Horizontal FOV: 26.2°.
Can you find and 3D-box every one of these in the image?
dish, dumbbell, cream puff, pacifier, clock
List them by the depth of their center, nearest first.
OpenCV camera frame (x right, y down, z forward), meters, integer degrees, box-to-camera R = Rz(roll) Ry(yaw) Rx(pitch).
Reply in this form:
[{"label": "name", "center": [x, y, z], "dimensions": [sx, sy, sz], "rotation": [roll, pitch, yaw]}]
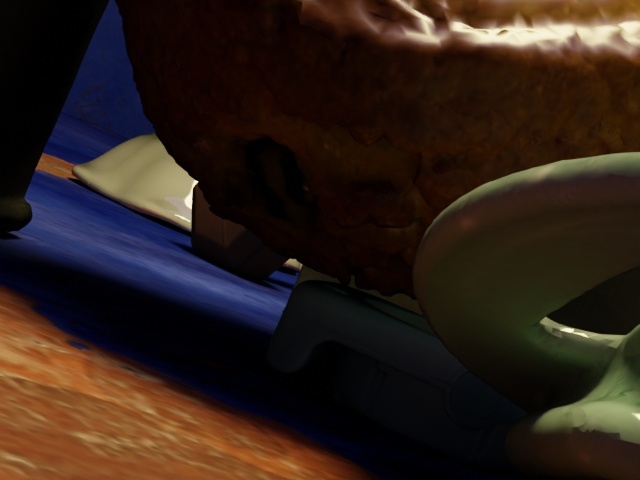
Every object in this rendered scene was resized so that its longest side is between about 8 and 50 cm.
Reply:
[{"label": "pacifier", "center": [0.204, 0.022, 0.452], "dimensions": [0.343, 0.269, 0.288], "rotation": [26, -23, -8]}, {"label": "clock", "center": [0.055, 0.063, 0.586], "dimensions": [0.147, 0.045, 0.108], "rotation": [25, 3, 14]}, {"label": "cream puff", "center": [0.055, -0.087, 0.615], "dimensions": [0.303, 0.212, 0.303], "rotation": [8, 42, -7]}, {"label": "dumbbell", "center": [0.000, 0.000, 1.042], "dimensions": [0.082, 0.092, 0.231], "rotation": [-9, -17, 35]}, {"label": "dish", "center": [-0.100, -0.049, 1.211], "dimensions": [0.229, 0.081, 0.229], "rotation": [24, 2, -1]}]

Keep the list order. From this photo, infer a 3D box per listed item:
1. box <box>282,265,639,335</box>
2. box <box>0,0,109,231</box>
[{"label": "box", "center": [0.124, 0.025, 0.833], "dimensions": [0.231, 0.149, 0.155], "rotation": [24, 2, 22]}, {"label": "box", "center": [-0.233, -0.144, 0.506], "dimensions": [0.251, 0.204, 0.345], "rotation": [24, 2, 5]}]
